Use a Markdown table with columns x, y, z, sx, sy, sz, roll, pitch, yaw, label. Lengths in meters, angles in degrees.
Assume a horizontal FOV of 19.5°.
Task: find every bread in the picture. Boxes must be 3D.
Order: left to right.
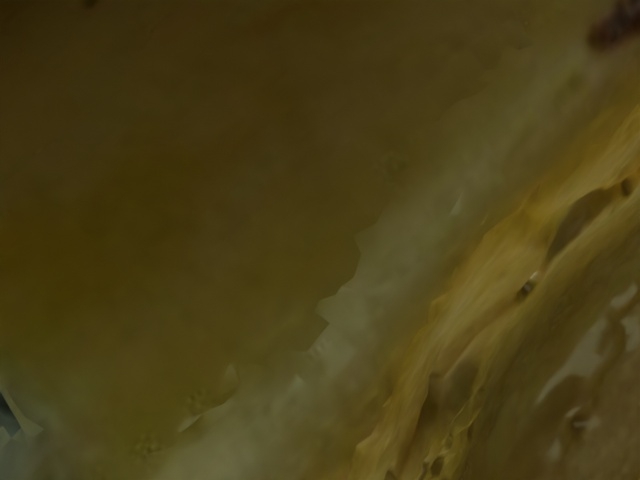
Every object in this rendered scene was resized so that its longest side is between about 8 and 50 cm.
| x | y | z | sx | sy | sz | roll | pitch | yaw | label |
| --- | --- | --- | --- | --- | --- | --- | --- | --- | --- |
| 0.000 | 0.000 | 0.693 | 0.394 | 0.250 | 0.361 | -47 | 147 | -19 | bread |
